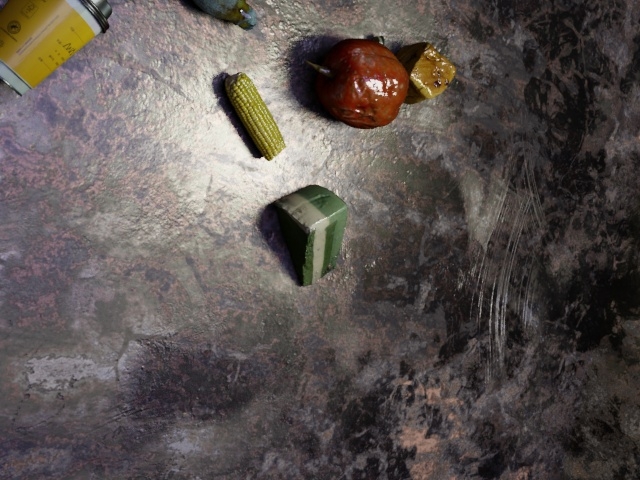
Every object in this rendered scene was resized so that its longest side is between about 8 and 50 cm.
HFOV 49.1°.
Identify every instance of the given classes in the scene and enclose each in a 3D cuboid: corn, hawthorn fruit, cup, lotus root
[{"bbox_3d":[-0.171,-0.327,1.852,0.081,0.081,0.248,-42,119,-22],"label":"corn"},{"bbox_3d":[0.115,-0.431,1.941,0.261,0.258,0.258,-14,108,-62],"label":"hawthorn fruit"},{"bbox_3d":[-0.591,-0.450,1.483,0.280,0.196,0.196,-50,122,-7],"label":"cup"},{"bbox_3d":[-0.267,-0.640,1.698,0.322,0.139,0.158,58,40,-47],"label":"lotus root"}]

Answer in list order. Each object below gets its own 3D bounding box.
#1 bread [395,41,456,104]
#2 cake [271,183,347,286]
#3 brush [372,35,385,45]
[{"bbox_3d":[0.294,-0.498,2.104,0.143,0.158,0.149,42,75,-28],"label":"bread"},{"bbox_3d":[0.000,0.005,1.981,0.158,0.172,0.284,-27,115,-26],"label":"cake"},{"bbox_3d":[0.166,-0.472,2.085,0.027,0.062,0.266,-2,104,-19],"label":"brush"}]
